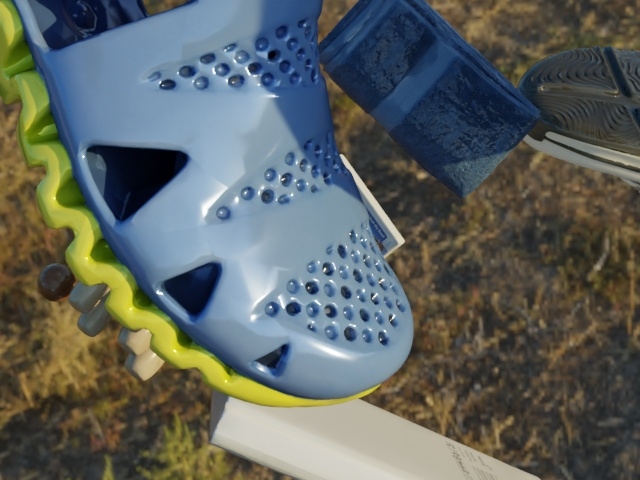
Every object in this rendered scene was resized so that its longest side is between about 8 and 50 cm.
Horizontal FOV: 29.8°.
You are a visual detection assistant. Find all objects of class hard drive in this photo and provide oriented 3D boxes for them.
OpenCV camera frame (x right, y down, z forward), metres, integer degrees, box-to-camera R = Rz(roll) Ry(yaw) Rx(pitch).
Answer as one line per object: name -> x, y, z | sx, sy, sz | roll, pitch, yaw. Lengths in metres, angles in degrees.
hard drive -> 0.066, 0.207, 1.126 | 0.353, 0.047, 0.233 | 25, 5, -7

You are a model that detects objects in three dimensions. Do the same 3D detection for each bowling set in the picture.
bowling set -> -0.271, 0.053, 1.641 | 0.200, 0.287, 0.154 | 34, 67, 5

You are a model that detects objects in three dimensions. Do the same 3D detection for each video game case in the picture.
video game case -> 0.000, 0.000, 0.969 | 0.122, 0.087, 0.011 | -40, -9, 32

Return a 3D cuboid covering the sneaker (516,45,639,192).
sneaker -> 0.373, -0.042, 1.285 | 0.448, 0.257, 0.169 | 8, 46, -19

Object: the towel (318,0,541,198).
towel -> 0.058, -0.083, 0.656 | 0.067, 0.119, 0.029 | -47, 8, 0

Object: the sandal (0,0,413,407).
sandal -> -0.051, -0.078, 0.454 | 0.138, 0.317, 0.126 | -27, 11, 29
